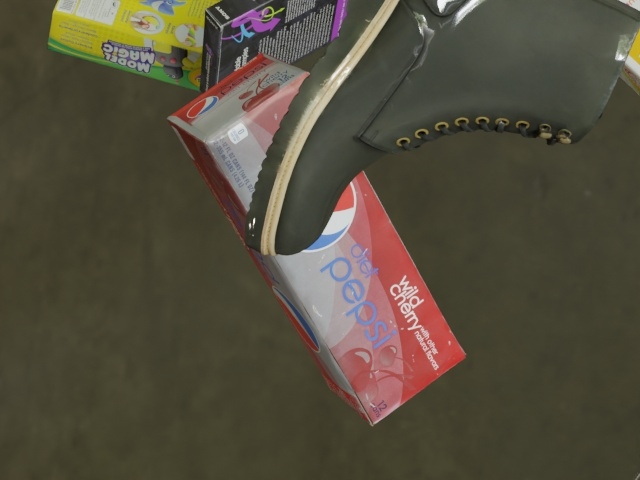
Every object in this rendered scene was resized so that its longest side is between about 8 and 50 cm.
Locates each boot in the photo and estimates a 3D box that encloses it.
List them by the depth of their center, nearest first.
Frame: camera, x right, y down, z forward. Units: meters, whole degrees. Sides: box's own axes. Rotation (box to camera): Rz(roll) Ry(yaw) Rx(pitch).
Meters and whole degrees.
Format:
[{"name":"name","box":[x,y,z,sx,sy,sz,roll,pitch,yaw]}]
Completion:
[{"name":"boot","box":[0.059,-0.054,0.786,0.198,0.137,0.077,-62,-3,22]}]

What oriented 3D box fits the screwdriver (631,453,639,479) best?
[{"name":"screwdriver","box":[0.334,0.236,1.710,0.024,0.170,0.025,21,105,16]}]

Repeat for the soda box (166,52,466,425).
[{"name":"soda box","box":[0.000,0.000,1.188,0.092,0.263,0.083,-35,27,-12]}]

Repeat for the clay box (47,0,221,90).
[{"name":"clay box","box":[-0.136,-0.207,1.584,0.127,0.222,0.053,-78,6,-46]}]

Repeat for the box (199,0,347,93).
[{"name":"box","box":[-0.035,-0.196,1.471,0.029,0.162,0.116,47,153,21]}]

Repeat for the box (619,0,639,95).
[{"name":"box","box":[0.260,-0.209,1.379,0.114,0.103,0.203,-44,62,6]}]
